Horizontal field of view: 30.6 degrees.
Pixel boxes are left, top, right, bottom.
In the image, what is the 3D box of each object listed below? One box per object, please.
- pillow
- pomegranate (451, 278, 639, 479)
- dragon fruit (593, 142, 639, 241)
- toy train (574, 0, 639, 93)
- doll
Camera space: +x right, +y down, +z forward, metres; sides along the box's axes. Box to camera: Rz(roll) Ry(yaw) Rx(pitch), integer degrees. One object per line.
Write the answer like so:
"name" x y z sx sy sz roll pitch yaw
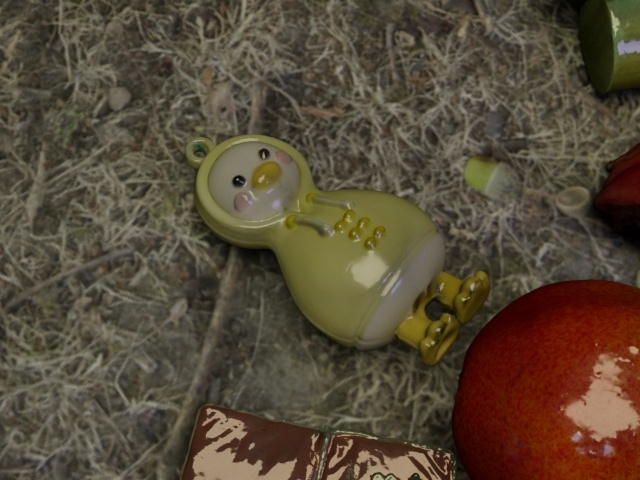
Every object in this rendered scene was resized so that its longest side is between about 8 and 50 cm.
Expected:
"pillow" -0.006 0.216 0.972 0.232 0.043 0.126 10 72 1
"pomegranate" 0.231 0.140 0.916 0.256 0.221 0.221 1 71 12
"dragon fruit" 0.445 -0.083 1.005 0.286 0.228 0.329 41 76 12
"toy train" 0.377 -0.240 1.126 0.307 0.126 0.190 -10 104 -7
"doll" 0.000 -0.005 1.007 0.296 0.117 0.141 35 70 8
